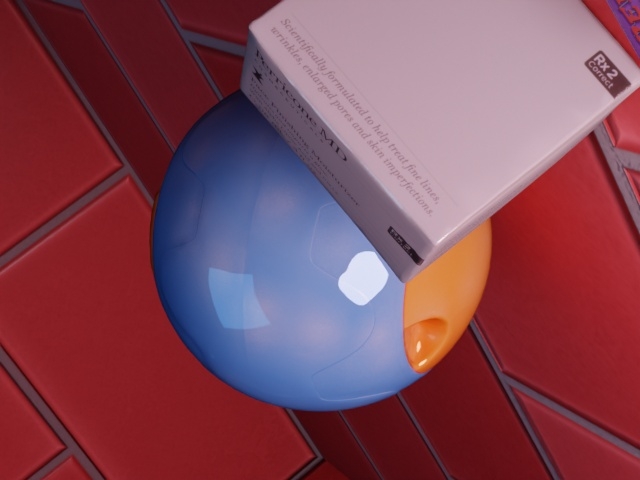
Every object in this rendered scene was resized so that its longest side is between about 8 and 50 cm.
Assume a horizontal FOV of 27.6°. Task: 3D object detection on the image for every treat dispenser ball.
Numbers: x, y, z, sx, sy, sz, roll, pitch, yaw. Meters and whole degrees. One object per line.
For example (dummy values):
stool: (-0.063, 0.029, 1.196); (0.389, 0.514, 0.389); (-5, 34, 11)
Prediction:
treat dispenser ball: (0.000, 0.000, 1.100); (0.288, 0.288, 0.288); (47, 165, 17)

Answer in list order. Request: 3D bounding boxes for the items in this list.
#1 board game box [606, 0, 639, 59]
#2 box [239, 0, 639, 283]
board game box: (0.145, -0.226, 0.593); (0.346, 0.056, 0.208); (56, 161, -16)
box: (0.072, -0.103, 0.840); (0.181, 0.182, 0.119); (50, 166, 7)
